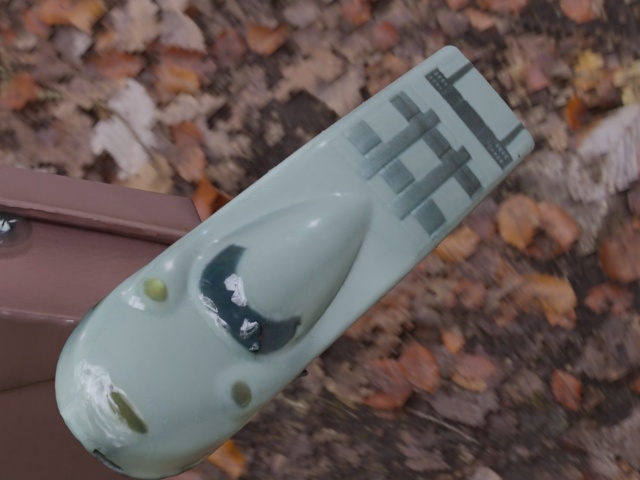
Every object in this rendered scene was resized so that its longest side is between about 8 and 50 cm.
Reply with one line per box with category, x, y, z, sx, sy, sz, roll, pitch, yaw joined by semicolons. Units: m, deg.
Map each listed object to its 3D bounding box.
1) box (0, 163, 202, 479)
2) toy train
box;-0.167;0.073;0.704;0.215;0.215;0.086;-63;31;30
toy train;0.000;0.000;0.536;0.051;0.234;0.052;-40;90;28
